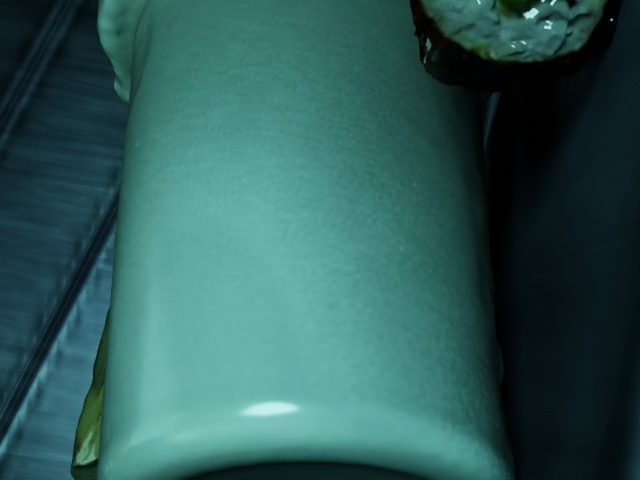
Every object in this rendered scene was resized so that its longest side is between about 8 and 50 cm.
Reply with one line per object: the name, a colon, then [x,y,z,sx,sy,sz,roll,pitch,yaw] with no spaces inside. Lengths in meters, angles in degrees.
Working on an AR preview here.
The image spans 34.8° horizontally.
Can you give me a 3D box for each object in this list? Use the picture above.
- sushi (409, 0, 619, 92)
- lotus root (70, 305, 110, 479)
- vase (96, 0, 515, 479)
sushi: [0.067,-0.115,0.405,0.084,0.098,0.094,-78,-8,-59]
lotus root: [-0.028,0.060,0.744,0.250,0.250,0.346,99,179,-52]
vase: [0.000,0.000,0.513,0.245,0.244,0.291,99,170,-57]
